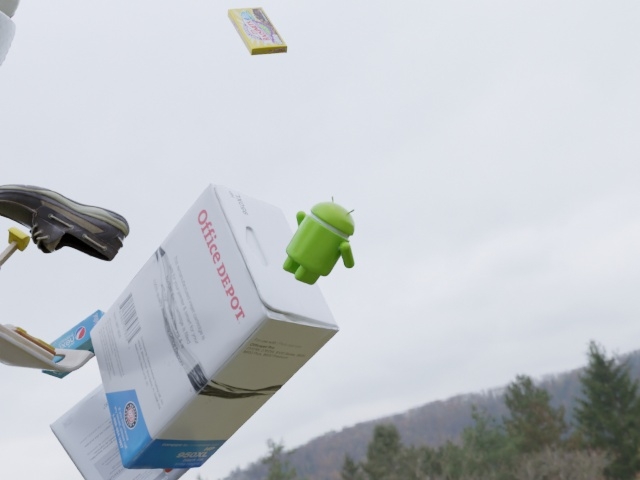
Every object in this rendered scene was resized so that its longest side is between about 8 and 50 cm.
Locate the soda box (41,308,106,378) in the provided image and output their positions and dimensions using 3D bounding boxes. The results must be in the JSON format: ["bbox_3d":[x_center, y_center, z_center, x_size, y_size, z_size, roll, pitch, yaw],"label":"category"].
[{"bbox_3d":[-0.612,0.266,1.856,0.210,0.067,0.071,-34,-38,13],"label":"soda box"}]

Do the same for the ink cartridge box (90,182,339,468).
[{"bbox_3d":[-0.190,0.149,1.211,0.166,0.286,0.395,18,-55,-44],"label":"ink cartridge box"}]

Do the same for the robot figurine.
[{"bbox_3d":[0.000,0.000,0.944,0.067,0.101,0.115,25,-82,-52],"label":"robot figurine"}]

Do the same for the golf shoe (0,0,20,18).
[{"bbox_3d":[-0.587,-0.557,1.324,0.115,0.307,0.140,-4,18,-31],"label":"golf shoe"}]

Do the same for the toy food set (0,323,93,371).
[{"bbox_3d":[-0.565,0.130,1.258,0.219,0.092,0.306,-5,-37,42],"label":"toy food set"}]

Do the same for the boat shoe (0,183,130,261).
[{"bbox_3d":[-0.664,-0.039,1.827,0.355,0.130,0.132,15,-27,-9],"label":"boat shoe"}]

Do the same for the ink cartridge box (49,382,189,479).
[{"bbox_3d":[-0.324,0.379,1.452,0.309,0.272,0.130,-39,-31,-15],"label":"ink cartridge box"}]

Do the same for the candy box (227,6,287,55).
[{"bbox_3d":[-0.175,-0.577,2.006,0.105,0.206,0.027,-13,-39,-21],"label":"candy box"}]

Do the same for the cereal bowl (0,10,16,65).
[{"bbox_3d":[-0.536,-0.245,0.819,0.338,0.141,0.339,19,2,-1],"label":"cereal bowl"}]

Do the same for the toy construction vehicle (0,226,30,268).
[{"bbox_3d":[-0.252,0.006,0.473,0.085,0.098,0.035,26,-53,4],"label":"toy construction vehicle"}]
